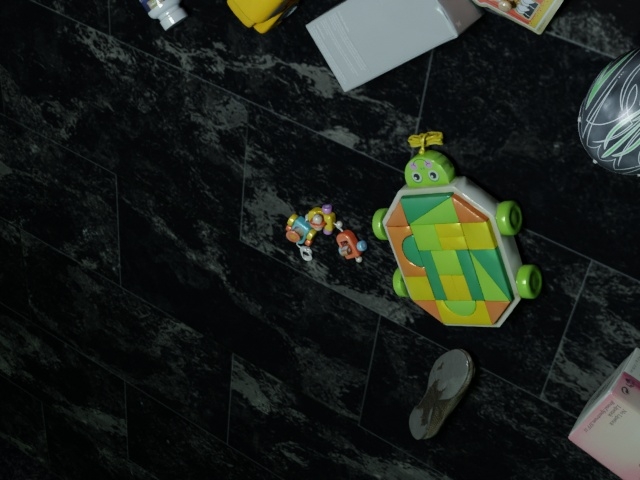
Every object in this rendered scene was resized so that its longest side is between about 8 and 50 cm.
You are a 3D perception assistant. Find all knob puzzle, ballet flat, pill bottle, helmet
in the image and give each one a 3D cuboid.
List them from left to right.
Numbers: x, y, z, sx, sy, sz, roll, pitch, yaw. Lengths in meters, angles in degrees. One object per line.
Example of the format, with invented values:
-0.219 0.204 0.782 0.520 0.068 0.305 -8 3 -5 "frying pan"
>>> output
-0.285 -0.431 1.730 0.067 0.067 0.120 -23 104 46 "pill bottle"
0.236 0.290 1.860 0.084 0.058 0.250 63 145 39 "ballet flat"
0.229 -0.352 1.310 0.213 0.030 0.213 29 167 7 "knob puzzle"
0.420 -0.168 1.278 0.169 0.161 0.169 22 132 26 "helmet"

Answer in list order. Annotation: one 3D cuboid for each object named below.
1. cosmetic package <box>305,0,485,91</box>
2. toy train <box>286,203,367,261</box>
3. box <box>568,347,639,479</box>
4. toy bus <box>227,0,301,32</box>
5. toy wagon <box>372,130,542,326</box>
0.108 -0.327 1.463 0.238 0.107 0.127 -18 107 42 "cosmetic package"
0.000 0.000 1.835 0.166 0.046 0.125 -9 114 42 "toy train"
0.540 0.311 1.566 0.232 0.127 0.149 37 137 12 "box"
-0.044 -0.433 1.483 0.108 0.130 0.332 50 138 -3 "toy bus"
0.208 -0.012 1.639 0.267 0.068 0.344 -2 119 40 "toy wagon"
